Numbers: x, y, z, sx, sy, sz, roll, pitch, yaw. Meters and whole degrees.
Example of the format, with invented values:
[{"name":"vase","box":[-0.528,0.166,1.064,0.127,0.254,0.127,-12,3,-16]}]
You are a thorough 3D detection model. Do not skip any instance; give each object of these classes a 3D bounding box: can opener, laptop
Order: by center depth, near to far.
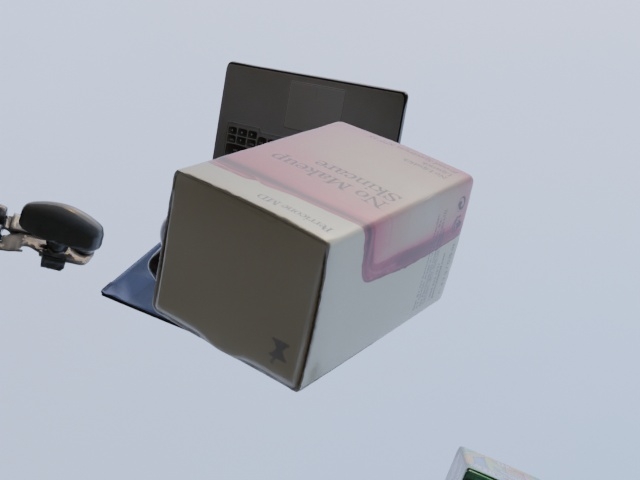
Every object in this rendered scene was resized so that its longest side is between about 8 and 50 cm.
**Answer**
[{"name":"can opener","box":[-0.406,-0.029,1.236,0.280,0.093,0.074,12,-147,-13]},{"name":"laptop","box":[-0.111,-0.069,1.601,0.382,0.236,0.408,17,-79,36]}]

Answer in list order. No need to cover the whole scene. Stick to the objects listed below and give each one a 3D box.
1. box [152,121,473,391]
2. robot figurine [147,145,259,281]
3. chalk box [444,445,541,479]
[{"name":"box","box":[0.000,0.000,0.829,0.148,0.232,0.127,26,-62,26]},{"name":"robot figurine","box":[-0.112,-0.012,1.442,0.209,0.173,0.278,32,-124,16]},{"name":"chalk box","box":[0.225,0.371,1.332,0.132,0.213,0.132,23,-89,4]}]
